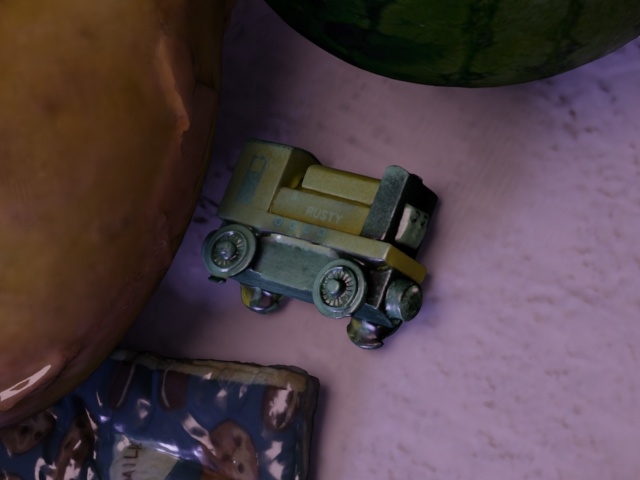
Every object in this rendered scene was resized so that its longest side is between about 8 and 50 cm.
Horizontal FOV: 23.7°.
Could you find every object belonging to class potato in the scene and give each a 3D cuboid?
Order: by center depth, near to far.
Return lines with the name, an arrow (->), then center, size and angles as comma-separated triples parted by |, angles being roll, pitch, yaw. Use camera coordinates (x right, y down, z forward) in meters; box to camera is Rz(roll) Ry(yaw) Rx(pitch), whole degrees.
potato -> -0.161, -0.033, 0.696 | 0.288, 0.300, 0.237 | -20, 82, 50

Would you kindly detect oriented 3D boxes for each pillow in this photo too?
pillow -> -0.121, 0.139, 0.748 | 0.255, 0.034, 0.189 | 7, 82, 31

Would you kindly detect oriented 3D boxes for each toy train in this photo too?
toy train -> 0.000, 0.000, 0.706 | 0.122, 0.050, 0.081 | 13, 76, 34

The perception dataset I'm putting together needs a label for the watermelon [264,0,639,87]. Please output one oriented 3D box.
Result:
watermelon -> 0.064, -0.178, 0.604 | 0.242, 0.242, 0.242 | -9, 72, 29
